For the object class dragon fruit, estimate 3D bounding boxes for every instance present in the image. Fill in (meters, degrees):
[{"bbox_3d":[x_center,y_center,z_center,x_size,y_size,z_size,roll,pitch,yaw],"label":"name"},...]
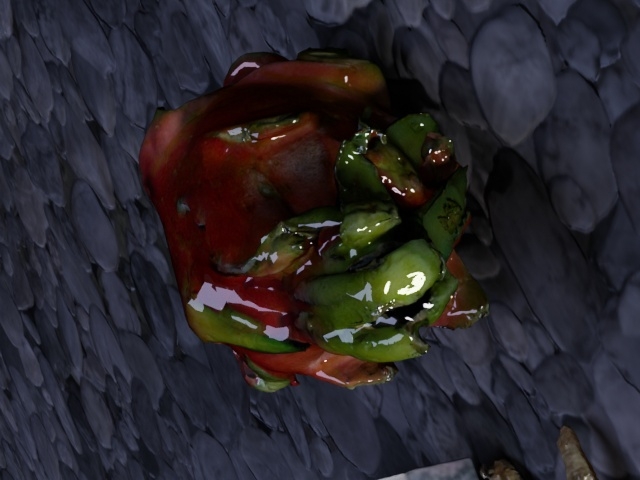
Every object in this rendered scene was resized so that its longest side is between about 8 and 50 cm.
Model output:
[{"bbox_3d":[0.009,-0.020,0.988,0.269,0.198,0.200,-12,56,60],"label":"dragon fruit"}]

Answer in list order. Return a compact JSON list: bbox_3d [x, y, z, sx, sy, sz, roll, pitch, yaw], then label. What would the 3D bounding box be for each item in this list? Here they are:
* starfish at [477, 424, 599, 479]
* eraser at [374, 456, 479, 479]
[{"bbox_3d":[0.166,0.255,1.020,0.299,0.060,0.302,149,108,-76],"label":"starfish"},{"bbox_3d":[0.023,0.256,1.228,0.404,0.096,0.098,120,136,-63],"label":"eraser"}]
